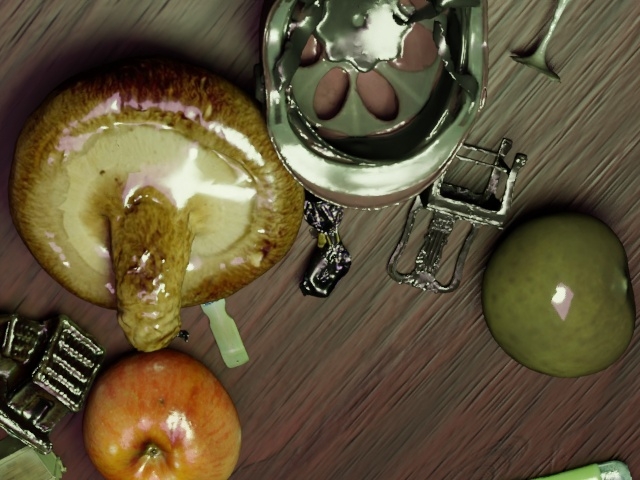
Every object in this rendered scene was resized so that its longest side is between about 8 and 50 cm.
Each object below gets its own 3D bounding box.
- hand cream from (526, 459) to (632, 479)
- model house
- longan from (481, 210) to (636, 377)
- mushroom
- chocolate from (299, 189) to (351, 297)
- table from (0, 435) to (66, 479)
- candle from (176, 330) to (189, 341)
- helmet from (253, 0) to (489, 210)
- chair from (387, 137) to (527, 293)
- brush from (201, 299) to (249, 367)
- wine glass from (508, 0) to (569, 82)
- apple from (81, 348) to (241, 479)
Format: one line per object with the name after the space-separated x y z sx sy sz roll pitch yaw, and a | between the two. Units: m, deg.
0.345 0.352 2.135 0.175 0.046 0.095 -16 112 9 | hand cream
-0.366 0.158 1.973 0.165 0.106 0.152 39 106 -21 | model house
0.298 0.067 1.944 0.196 0.196 0.220 -13 119 1 | longan
-0.201 -0.064 1.855 0.345 0.239 0.345 -6 103 -25 | mushroom
0.003 -0.001 1.972 0.072 0.070 0.147 -7 122 -12 | chocolate
-0.390 0.303 2.050 0.079 0.062 0.083 -28 110 6 | table
-0.242 0.086 2.000 0.167 0.021 0.026 36 84 -15 | candle
0.050 -0.227 1.807 0.271 0.197 0.338 -2 116 -11 | helmet
0.167 -0.026 1.943 0.106 0.113 0.229 15 106 -8 | chair
-0.135 0.090 2.006 0.033 0.030 0.179 -23 111 -6 | brush
0.309 -0.324 1.860 0.074 0.074 0.262 19 107 -11 | wine glass
-0.204 0.246 1.989 0.209 0.164 0.209 0 111 -1 | apple
